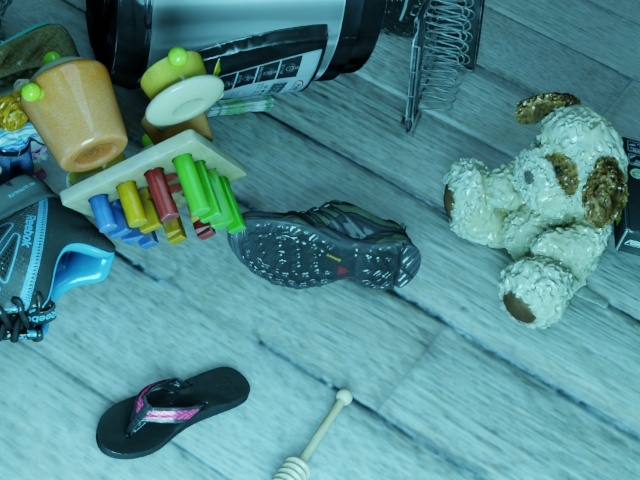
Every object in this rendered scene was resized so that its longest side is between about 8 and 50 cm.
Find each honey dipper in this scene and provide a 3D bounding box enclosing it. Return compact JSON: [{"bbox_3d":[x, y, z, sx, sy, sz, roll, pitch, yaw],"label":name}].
[{"bbox_3d":[-0.003,0.202,1.211,0.030,0.030,0.161,27,39,12],"label":"honey dipper"}]

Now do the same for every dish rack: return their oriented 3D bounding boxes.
[{"bbox_3d":[0.173,-0.282,1.670,0.074,0.208,0.272,11,40,12],"label":"dish rack"}]

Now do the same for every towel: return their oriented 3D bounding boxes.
[{"bbox_3d":[-0.151,-0.203,1.617,0.152,0.023,0.113,-10,45,-24],"label":"towel"}]

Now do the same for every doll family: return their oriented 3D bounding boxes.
[{"bbox_3d":[-0.367,-0.085,1.309,0.118,0.163,0.263,40,47,25],"label":"doll family"}]

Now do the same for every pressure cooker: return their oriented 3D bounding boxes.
[{"bbox_3d":[-0.083,-0.381,1.532,0.420,0.376,0.370,-5,41,-18],"label":"pressure cooker"}]

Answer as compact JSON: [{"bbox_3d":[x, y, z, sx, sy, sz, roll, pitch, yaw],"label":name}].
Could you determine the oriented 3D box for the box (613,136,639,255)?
[{"bbox_3d":[0.469,-0.040,1.536,0.190,0.045,0.184,15,42,-3],"label":"box"}]

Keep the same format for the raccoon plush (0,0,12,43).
[{"bbox_3d":[-0.593,-0.309,1.511,0.446,0.216,0.299,-33,61,-6],"label":"raccoon plush"}]

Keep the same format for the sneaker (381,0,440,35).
[{"bbox_3d":[0.068,-0.391,1.833,0.271,0.100,0.108,12,36,-4],"label":"sneaker"}]

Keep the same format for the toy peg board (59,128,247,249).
[{"bbox_3d":[-0.167,-0.034,1.299,0.160,0.161,0.079,-25,73,11],"label":"toy peg board"}]

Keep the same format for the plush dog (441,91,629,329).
[{"bbox_3d":[0.293,-0.053,1.431,0.210,0.225,0.262,-5,45,-22],"label":"plush dog"}]

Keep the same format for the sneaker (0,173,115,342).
[{"bbox_3d":[-0.345,0.054,1.195,0.139,0.125,0.341,32,46,12],"label":"sneaker"}]

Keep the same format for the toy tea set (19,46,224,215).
[{"bbox_3d":[-0.215,-0.132,1.322,0.200,0.336,0.124,-24,76,-12],"label":"toy tea set"}]

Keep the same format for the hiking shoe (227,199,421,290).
[{"bbox_3d":[0.000,0.000,1.408,0.226,0.086,0.114,10,26,-12],"label":"hiking shoe"}]

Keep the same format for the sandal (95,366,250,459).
[{"bbox_3d":[-0.147,0.162,1.199,0.179,0.040,0.067,-22,54,-35],"label":"sandal"}]

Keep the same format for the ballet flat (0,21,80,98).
[{"bbox_3d":[-0.409,-0.161,1.441,0.124,0.116,0.342,48,44,8],"label":"ballet flat"}]
